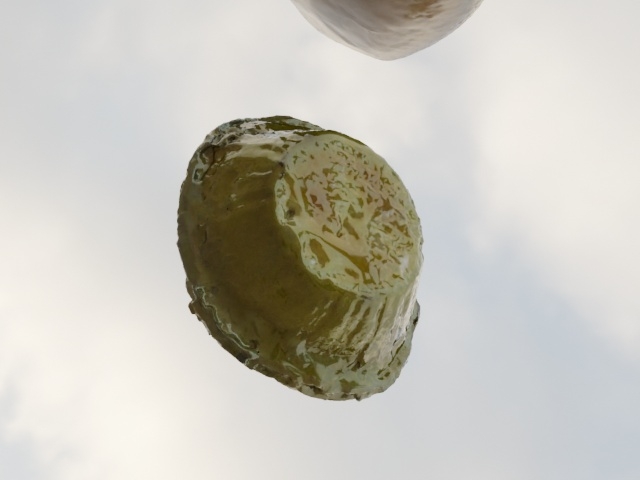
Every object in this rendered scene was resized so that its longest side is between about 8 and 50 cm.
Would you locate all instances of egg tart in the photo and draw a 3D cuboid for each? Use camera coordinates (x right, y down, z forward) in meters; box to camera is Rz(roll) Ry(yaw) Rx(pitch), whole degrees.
[{"bbox_3d":[0.000,0.000,0.570,0.039,0.105,0.105,-37,-105,46],"label":"egg tart"}]

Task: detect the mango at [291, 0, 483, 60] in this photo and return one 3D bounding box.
[{"bbox_3d":[0.032,-0.156,0.727,0.227,0.109,0.147,117,-42,-69],"label":"mango"}]
